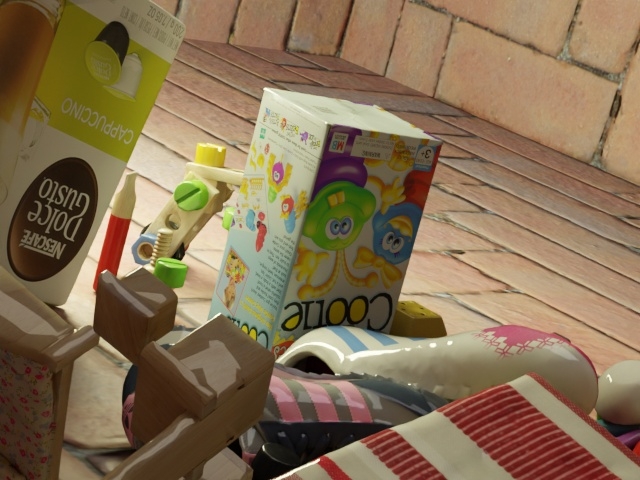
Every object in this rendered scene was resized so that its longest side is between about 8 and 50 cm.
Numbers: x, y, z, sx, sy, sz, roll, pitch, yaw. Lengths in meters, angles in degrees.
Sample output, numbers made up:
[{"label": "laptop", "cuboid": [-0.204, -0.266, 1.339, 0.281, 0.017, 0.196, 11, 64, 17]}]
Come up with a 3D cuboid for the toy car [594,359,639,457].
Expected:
[{"label": "toy car", "cuboid": [0.303, 0.214, 1.573, 0.136, 0.159, 0.182, -31, 34, -18]}]

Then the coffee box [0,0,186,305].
[{"label": "coffee box", "cuboid": [-0.403, -0.163, 1.696, 0.338, 0.334, 0.338, 23, -2, 27]}]

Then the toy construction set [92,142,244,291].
[{"label": "toy construction set", "cuboid": [-0.101, -0.049, 1.908, 0.257, 0.237, 0.309, 27, 19, 39]}]

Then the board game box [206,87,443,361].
[{"label": "board game box", "cuboid": [0.000, 0.000, 1.746, 0.142, 0.275, 0.144, 6, 16, -32]}]

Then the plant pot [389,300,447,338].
[{"label": "plant pot", "cuboid": [0.089, 0.110, 1.810, 0.081, 0.083, 0.081, 2, 19, -45]}]

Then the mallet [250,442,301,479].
[{"label": "mallet", "cuboid": [0.013, 0.223, 1.420, 0.190, 0.062, 0.039, 24, 14, -34]}]

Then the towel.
[{"label": "towel", "cuboid": [0.124, 0.219, 1.272, 0.329, 0.037, 0.237, -17, 45, -37]}]

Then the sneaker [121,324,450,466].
[{"label": "sneaker", "cuboid": [-0.020, 0.176, 1.458, 0.319, 0.112, 0.131, 13, 31, 1]}]

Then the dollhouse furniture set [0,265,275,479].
[{"label": "dollhouse furniture set", "cuboid": [-0.232, 0.106, 1.082, 0.355, 0.303, 0.174, 37, 49, 21]}]

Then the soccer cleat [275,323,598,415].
[{"label": "soccer cleat", "cuboid": [0.090, 0.145, 1.549, 0.331, 0.116, 0.143, 0, 18, 38]}]
